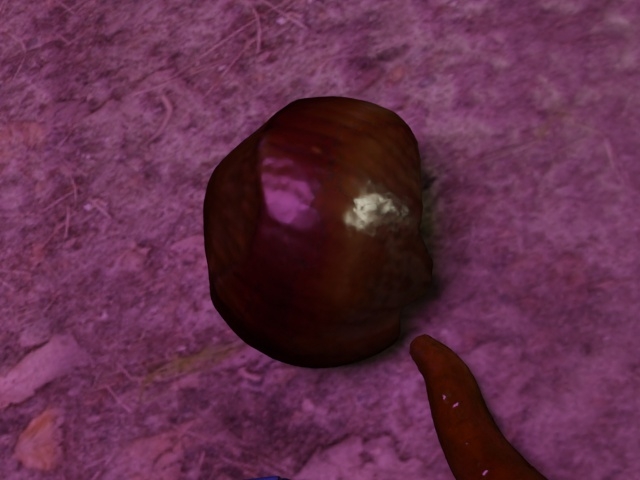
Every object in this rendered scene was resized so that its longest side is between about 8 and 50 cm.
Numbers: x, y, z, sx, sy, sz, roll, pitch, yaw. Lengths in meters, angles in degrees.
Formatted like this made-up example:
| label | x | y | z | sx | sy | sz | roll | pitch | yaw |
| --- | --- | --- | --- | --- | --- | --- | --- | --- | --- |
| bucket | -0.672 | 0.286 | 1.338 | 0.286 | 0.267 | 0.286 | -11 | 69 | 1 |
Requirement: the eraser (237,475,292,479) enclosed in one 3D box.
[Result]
| label | x | y | z | sx | sy | sz | roll | pitch | yaw |
| --- | --- | --- | --- | --- | --- | --- | --- | --- | --- |
| eraser | -0.054 | 0.194 | 0.856 | 0.085 | 0.063 | 0.027 | -11 | 66 | 24 |

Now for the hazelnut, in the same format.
| label | x | y | z | sx | sy | sz | roll | pitch | yaw |
| --- | --- | --- | --- | --- | --- | --- | --- | --- | --- |
| hazelnut | -0.006 | -0.003 | 0.872 | 0.170 | 0.160 | 0.201 | 40 | 129 | 46 |

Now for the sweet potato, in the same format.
| label | x | y | z | sx | sy | sz | roll | pitch | yaw |
| --- | --- | --- | --- | --- | --- | --- | --- | --- | --- |
| sweet potato | 0.125 | 0.167 | 0.776 | 0.057 | 0.057 | 0.264 | -42 | 55 | 7 |
